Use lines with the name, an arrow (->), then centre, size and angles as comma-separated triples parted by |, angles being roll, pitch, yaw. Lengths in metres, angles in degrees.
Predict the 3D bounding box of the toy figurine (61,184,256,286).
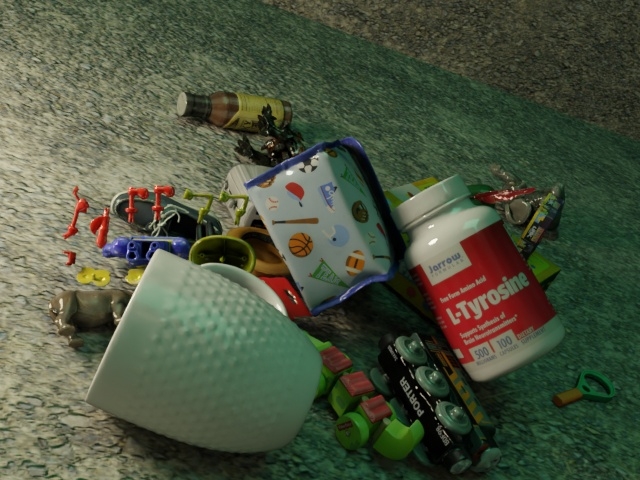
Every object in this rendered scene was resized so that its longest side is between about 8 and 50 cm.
toy figurine -> -0.312, -0.004, 1.586 | 0.362, 0.191, 0.217 | 0, -3, -5

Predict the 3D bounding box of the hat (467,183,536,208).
hat -> 0.422, -0.137, 2.029 | 0.208, 0.183, 0.173 | 31, 27, 5

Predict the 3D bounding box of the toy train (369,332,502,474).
toy train -> 0.234, 0.320, 1.571 | 0.190, 0.142, 0.334 | 14, 31, -37

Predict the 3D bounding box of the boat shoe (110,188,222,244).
boat shoe -> -0.338, -0.042, 1.750 | 0.254, 0.095, 0.079 | 21, 18, -25

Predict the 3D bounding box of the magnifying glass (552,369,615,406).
magnifying glass -> 0.634, 0.362, 1.895 | 0.231, 0.026, 0.092 | -7, 43, -41

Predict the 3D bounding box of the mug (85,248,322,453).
mug -> -0.170, 0.177, 1.344 | 0.328, 0.276, 0.374 | 25, 35, -8

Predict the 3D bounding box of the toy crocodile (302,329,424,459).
toy crocodile -> 0.053, 0.288, 1.506 | 0.115, 0.105, 0.340 | -10, 45, -45

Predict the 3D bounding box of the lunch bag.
lunch bag -> 0.035, -0.051, 1.760 | 0.328, 0.239, 0.385 | 65, 12, -2

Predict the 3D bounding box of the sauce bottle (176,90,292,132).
sauce bottle -> -0.252, -0.381, 2.316 | 0.344, 0.111, 0.111 | 2, 37, -32

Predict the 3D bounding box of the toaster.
toaster -> -0.130, -0.096, 1.949 | 0.227, 0.129, 0.146 | 9, 38, -29

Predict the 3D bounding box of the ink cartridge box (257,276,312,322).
ink cartridge box -> -0.148, 0.148, 1.602 | 0.231, 0.078, 0.134 | -2, 40, -37

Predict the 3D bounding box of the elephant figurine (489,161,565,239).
elephant figurine -> 0.666, -0.131, 2.569 | 0.239, 0.186, 0.169 | 10, -14, 26

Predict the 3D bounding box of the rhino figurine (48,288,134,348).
rhino figurine -> -0.387, 0.131, 1.462 | 0.243, 0.073, 0.106 | -2, 43, -41

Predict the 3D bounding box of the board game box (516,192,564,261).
board game box -> 0.560, -0.034, 2.019 | 0.048, 0.141, 0.170 | 33, 30, 13

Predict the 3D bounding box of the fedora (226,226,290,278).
fedora -> -0.137, 0.043, 1.771 | 0.194, 0.079, 0.194 | 20, 25, -9

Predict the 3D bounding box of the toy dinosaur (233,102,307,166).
toy dinosaur -> -0.102, -0.258, 2.210 | 0.218, 0.164, 0.322 | 31, 5, -23

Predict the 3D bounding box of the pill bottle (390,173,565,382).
pill bottle -> 0.322, 0.075, 1.671 | 0.229, 0.229, 0.408 | -23, 81, -52

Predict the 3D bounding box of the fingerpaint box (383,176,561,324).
fingerpaint box -> 0.335, 0.045, 2.032 | 0.445, 0.163, 0.371 | 39, 32, 23

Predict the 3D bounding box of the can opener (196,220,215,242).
can opener -> -0.242, 0.043, 1.687 | 0.073, 0.059, 0.186 | 54, 17, -62
